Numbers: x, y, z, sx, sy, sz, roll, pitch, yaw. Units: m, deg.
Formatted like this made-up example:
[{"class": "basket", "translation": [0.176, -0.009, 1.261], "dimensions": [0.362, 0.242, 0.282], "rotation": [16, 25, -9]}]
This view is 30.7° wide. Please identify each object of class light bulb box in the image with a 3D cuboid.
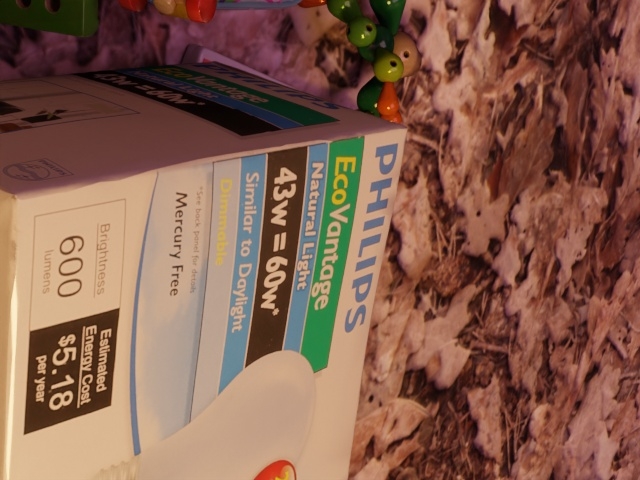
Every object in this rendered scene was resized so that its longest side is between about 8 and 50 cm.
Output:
[{"class": "light bulb box", "translation": [-0.149, 0.069, 0.872], "dimensions": [0.361, 0.225, 0.358], "rotation": [-16, 121, -47]}]

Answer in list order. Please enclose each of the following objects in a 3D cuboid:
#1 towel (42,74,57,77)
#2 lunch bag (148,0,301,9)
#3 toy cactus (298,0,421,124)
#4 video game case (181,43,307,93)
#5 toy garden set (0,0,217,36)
[{"class": "towel", "translation": [-0.268, 0.016, 0.944], "dimensions": [0.187, 0.049, 0.282], "rotation": [-23, 123, -41]}, {"class": "lunch bag", "translation": [-0.087, -0.322, 0.948], "dimensions": [0.224, 0.108, 0.279], "rotation": [-13, 117, -48]}, {"class": "toy cactus", "translation": [0.053, -0.188, 1.166], "dimensions": [0.180, 0.112, 0.219], "rotation": [1, 86, -70]}, {"class": "video game case", "translation": [-0.055, -0.053, 1.155], "dimensions": [0.285, 0.025, 0.204], "rotation": [17, 93, -48]}, {"class": "toy garden set", "translation": [-0.159, -0.271, 0.835], "dimensions": [0.049, 0.204, 0.244], "rotation": [-32, 131, -62]}]
